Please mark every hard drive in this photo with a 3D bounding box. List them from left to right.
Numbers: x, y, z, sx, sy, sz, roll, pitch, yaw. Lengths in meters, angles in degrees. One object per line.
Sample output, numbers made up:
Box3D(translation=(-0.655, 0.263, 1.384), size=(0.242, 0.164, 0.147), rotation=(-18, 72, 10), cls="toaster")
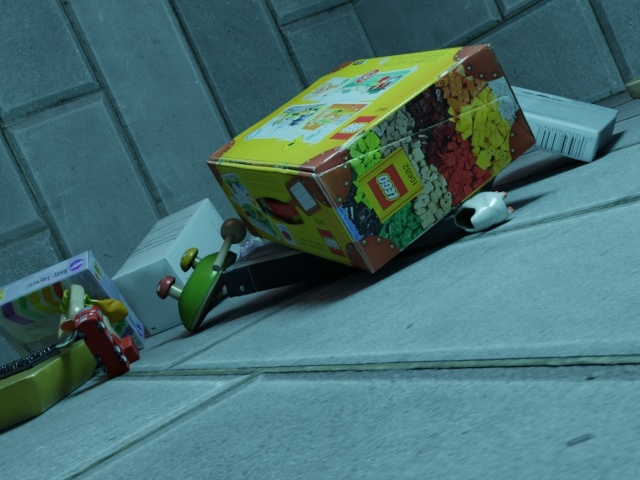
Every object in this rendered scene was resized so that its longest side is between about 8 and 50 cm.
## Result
Box3D(translation=(0.008, 0.016, 1.738), size=(0.339, 0.064, 0.237), rotation=(-13, 11, 30), cls="hard drive")

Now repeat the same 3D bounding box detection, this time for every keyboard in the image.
Box3D(translation=(-0.575, 0.238, 1.760), size=(0.180, 0.023, 0.108), rotation=(-21, 5, 36), cls="keyboard")

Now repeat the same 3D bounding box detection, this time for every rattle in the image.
Box3D(translation=(-0.441, 0.164, 1.765), size=(0.130, 0.143, 0.200), rotation=(-63, 21, -9), cls="rattle")

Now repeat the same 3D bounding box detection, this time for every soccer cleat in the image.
Box3D(translation=(0.242, -0.048, 1.478), size=(0.076, 0.068, 0.196), rotation=(-28, 7, -9), cls="soccer cleat")

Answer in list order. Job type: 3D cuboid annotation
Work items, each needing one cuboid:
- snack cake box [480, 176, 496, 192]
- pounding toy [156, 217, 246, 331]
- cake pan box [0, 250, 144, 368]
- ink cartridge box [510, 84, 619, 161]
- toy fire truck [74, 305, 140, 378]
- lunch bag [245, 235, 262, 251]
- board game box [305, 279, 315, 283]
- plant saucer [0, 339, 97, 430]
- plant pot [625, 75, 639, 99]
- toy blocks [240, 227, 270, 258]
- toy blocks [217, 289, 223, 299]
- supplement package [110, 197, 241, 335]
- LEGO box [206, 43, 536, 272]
Box3D(translation=(0.232, -0.120, 1.883), size=(0.264, 0.089, 0.152), rotation=(-22, -20, -11), cls="snack cake box")
Box3D(translation=(-0.250, 0.063, 1.829), size=(0.236, 0.110, 0.183), rotation=(-62, -2, 37), cls="pounding toy")
Box3D(translation=(-0.534, 0.170, 1.923), size=(0.246, 0.266, 0.070), rotation=(-20, 41, 5), cls="cake pan box")
Box3D(translation=(0.422, -0.251, 1.851), size=(0.324, 0.071, 0.330), rotation=(17, 19, 21), cls="ink cartridge box")
Box3D(translation=(-0.401, 0.186, 1.719), size=(0.047, 0.192, 0.135), rotation=(-25, 32, -1), cls="toy fire truck")
Box3D(translation=(-0.076, -0.008, 2.578), size=(0.279, 0.107, 0.224), rotation=(-26, 7, -9), cls="lunch bag")
Box3D(translation=(0.023, 0.051, 1.787), size=(0.090, 0.020, 0.090), rotation=(-20, 7, 41), cls="board game box")
Box3D(translation=(-0.601, 0.305, 1.765), size=(0.333, 0.081, 0.333), rotation=(-24, 4, 12), cls="plant saucer")
Box3D(translation=(0.666, -0.274, 1.585), size=(0.237, 0.109, 0.237), rotation=(-24, 3, 1), cls="plant pot")
Box3D(translation=(-0.087, -0.097, 2.247), size=(0.288, 0.260, 0.309), rotation=(-48, 14, -27), cls="toy blocks")
Box3D(translation=(-0.332, 0.150, 2.401), size=(0.123, 0.054, 0.148), rotation=(-26, 4, -24), cls="toy blocks")
Box3D(translation=(-0.342, 0.061, 2.226), size=(0.175, 0.177, 0.293), rotation=(-22, 23, 26), cls="supplement package")
Box3D(translation=(0.066, -0.158, 1.617), size=(0.372, 0.193, 0.500), rotation=(-37, 21, -16), cls="LEGO box")
